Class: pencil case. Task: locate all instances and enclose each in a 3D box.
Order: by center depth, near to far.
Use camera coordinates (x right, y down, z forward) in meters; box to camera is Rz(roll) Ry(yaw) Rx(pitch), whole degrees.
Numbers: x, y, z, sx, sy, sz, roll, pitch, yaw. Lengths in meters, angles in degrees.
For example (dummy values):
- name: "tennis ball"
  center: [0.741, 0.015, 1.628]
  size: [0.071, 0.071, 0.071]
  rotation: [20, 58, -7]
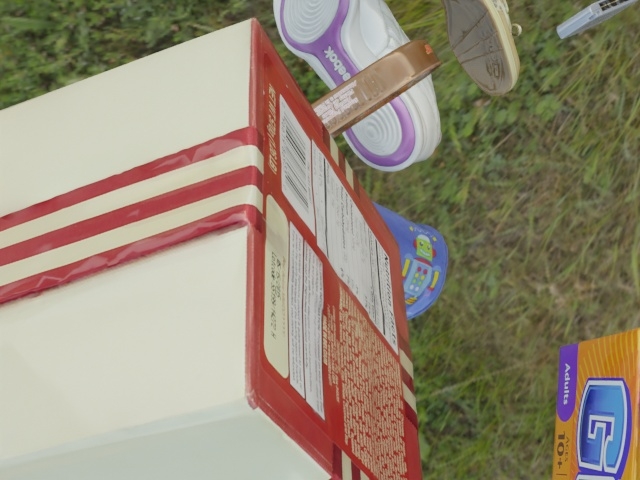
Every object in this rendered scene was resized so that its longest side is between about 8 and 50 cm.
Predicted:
- name: "pencil case"
  center: [0.000, 0.000, 1.100]
  size: [0.133, 0.306, 0.119]
  rotation: [-24, 56, 45]

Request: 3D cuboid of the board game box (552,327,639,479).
- name: "board game box"
  center: [0.436, 0.273, 0.866]
  size: [0.356, 0.356, 0.356]
  rotation: [9, 77, -9]

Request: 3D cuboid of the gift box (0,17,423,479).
- name: "gift box"
  center: [-0.110, 0.045, 0.531]
  size: [0.258, 0.255, 0.276]
  rotation: [-17, 136, 18]

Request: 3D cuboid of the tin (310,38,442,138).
- name: "tin"
  center: [0.026, -0.127, 0.929]
  size: [0.189, 0.106, 0.040]
  rotation: [-32, 96, 17]

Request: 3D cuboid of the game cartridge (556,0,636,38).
- name: "game cartridge"
  center: [0.273, -0.224, 0.977]
  size: [0.017, 0.083, 0.056]
  rotation: [60, 146, 4]

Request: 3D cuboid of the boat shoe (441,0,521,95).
- name: "boat shoe"
  center: [0.238, -0.358, 1.478]
  size: [0.104, 0.089, 0.285]
  rotation: [-17, 97, 56]

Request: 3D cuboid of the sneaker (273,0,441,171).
- name: "sneaker"
  center: [0.046, -0.221, 1.150]
  size: [0.114, 0.152, 0.305]
  rotation: [-26, 85, 30]
